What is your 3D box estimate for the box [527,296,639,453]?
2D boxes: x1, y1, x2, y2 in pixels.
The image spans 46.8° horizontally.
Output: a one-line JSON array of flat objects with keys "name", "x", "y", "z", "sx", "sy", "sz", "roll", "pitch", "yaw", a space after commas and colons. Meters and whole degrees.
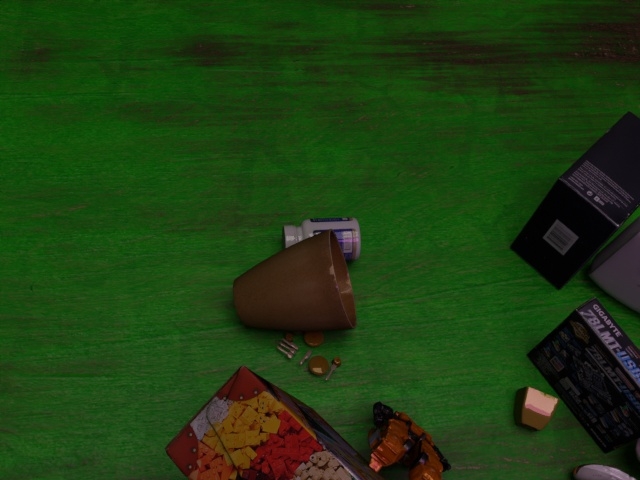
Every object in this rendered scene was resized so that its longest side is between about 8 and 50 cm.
[{"name": "box", "x": 0.632, "y": 0.312, "z": 1.671, "sx": 0.073, "sy": 0.293, "sz": 0.296, "roll": -28, "pitch": 68, "yaw": -21}]

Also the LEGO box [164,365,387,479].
[{"name": "LEGO box", "x": -0.010, "y": 0.460, "z": 1.343, "sx": 0.372, "sy": 0.500, "sz": 0.193, "roll": 40, "pitch": 83, "yaw": 22}]

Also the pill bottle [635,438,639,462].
[{"name": "pill bottle", "x": 0.870, "y": 0.529, "z": 1.632, "sx": 0.318, "sy": 0.176, "sz": 0.176, "roll": 43, "pitch": 63, "yaw": -5}]

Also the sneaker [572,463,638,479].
[{"name": "sneaker", "x": 0.678, "y": 0.594, "z": 1.641, "sx": 0.262, "sy": 0.099, "sz": 0.121, "roll": 27, "pitch": 66, "yaw": 8}]

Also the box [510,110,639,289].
[{"name": "box", "x": 0.690, "y": -0.094, "z": 1.874, "sx": 0.312, "sy": 0.343, "sz": 0.179, "roll": -38, "pitch": 72, "yaw": -25}]

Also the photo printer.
[{"name": "photo printer", "x": 0.823, "y": 0.076, "z": 1.819, "sx": 0.256, "sy": 0.307, "sz": 0.107, "roll": 33, "pitch": 63, "yaw": 7}]

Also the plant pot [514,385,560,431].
[{"name": "plant pot", "x": 0.498, "y": 0.399, "z": 1.731, "sx": 0.081, "sy": 0.081, "sz": 0.083, "roll": 21, "pitch": 73, "yaw": 4}]

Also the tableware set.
[{"name": "tableware set", "x": -0.021, "y": 0.261, "z": 1.762, "sx": 0.154, "sy": 0.024, "sz": 0.104, "roll": 30, "pitch": 59, "yaw": 10}]

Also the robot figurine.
[{"name": "robot figurine", "x": 0.179, "y": 0.443, "z": 1.565, "sx": 0.211, "sy": 0.291, "sz": 0.085, "roll": 41, "pitch": 95, "yaw": 6}]

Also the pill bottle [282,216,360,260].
[{"name": "pill bottle", "x": 0.000, "y": 0.000, "z": 1.854, "sx": 0.186, "sy": 0.112, "sz": 0.112, "roll": -2, "pitch": 62, "yaw": -9}]

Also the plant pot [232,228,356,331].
[{"name": "plant pot", "x": -0.066, "y": 0.119, "z": 1.730, "sx": 0.254, "sy": 0.237, "sz": 0.237, "roll": -15, "pitch": 63, "yaw": 9}]
